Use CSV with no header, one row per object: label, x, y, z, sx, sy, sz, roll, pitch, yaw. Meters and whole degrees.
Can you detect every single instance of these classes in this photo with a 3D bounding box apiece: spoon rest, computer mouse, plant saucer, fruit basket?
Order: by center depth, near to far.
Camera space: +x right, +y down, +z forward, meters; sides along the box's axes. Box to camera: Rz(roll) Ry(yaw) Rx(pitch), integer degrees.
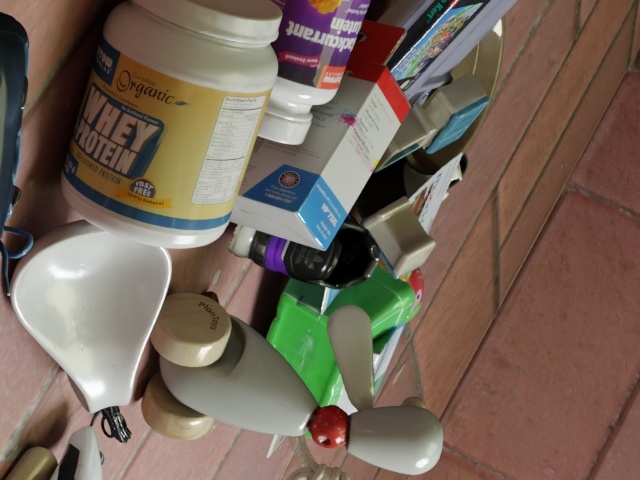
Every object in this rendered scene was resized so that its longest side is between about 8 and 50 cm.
spoon rest,-0.194,0.072,1.456,0.137,0.084,0.276,-14,149,-12
computer mouse,-0.223,0.221,1.614,0.106,0.042,0.193,91,13,-45
fruit basket,0.065,0.085,2.138,0.353,0.165,0.327,-33,151,-48
plant saucer,0.160,-0.222,2.172,0.278,0.041,0.277,-36,135,-46

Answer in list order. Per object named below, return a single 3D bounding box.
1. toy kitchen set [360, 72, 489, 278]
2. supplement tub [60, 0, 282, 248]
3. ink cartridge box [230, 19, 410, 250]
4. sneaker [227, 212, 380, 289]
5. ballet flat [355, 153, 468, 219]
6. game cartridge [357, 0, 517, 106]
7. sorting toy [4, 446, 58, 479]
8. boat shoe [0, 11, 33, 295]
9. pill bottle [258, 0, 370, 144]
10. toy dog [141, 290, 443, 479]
toy kitchen set,0.127,-0.069,2.005,0.207,0.166,0.122,-29,171,-22
supplement tub,-0.118,-0.109,1.350,0.144,0.144,0.199,-30,142,-64
ink cartridge box,-0.004,-0.116,1.703,0.231,0.134,0.078,-59,142,-18
sneaker,0.000,0.001,1.872,0.293,0.146,0.102,-30,144,-76
ballet flat,0.135,-0.089,2.286,0.280,0.096,0.095,-38,116,-64
game cartridge,0.150,-0.256,1.861,0.355,0.068,0.230,-46,171,32
sorting toy,-0.305,0.316,1.612,0.193,0.038,0.208,-56,158,-28
boat shoe,-0.239,-0.030,1.157,0.258,0.109,0.089,-68,168,19
pill bottle,-0.021,-0.195,1.598,0.108,0.108,0.193,-24,137,-67
toy dog,-0.037,0.145,1.793,0.220,0.334,0.161,-46,-163,39
